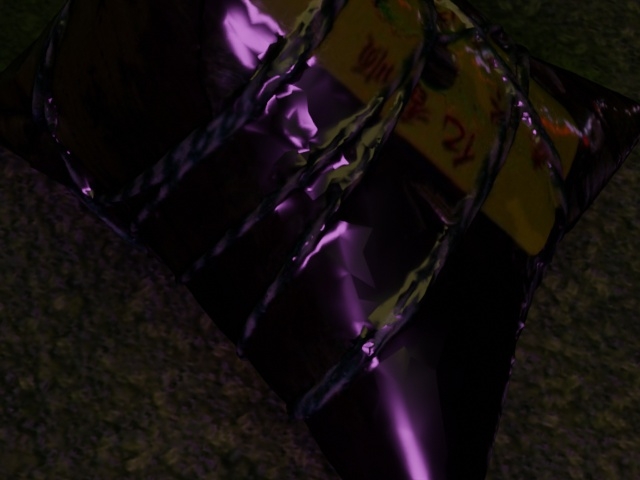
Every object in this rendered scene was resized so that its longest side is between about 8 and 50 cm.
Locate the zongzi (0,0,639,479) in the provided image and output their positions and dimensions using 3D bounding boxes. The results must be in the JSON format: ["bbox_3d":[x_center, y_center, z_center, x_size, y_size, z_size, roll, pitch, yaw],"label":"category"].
[{"bbox_3d":[0.000,0.000,0.905,0.383,0.319,0.362,23,56,-16],"label":"zongzi"}]
